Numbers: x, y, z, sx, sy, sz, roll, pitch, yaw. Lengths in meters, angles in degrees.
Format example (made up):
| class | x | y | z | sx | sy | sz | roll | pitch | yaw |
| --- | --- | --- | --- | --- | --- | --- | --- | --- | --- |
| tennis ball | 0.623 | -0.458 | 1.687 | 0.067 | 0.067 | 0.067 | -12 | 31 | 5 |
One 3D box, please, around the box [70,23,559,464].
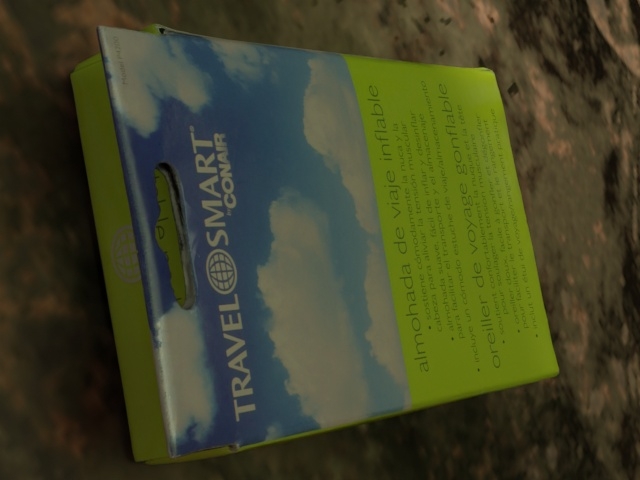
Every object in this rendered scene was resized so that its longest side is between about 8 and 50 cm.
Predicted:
| class | x | y | z | sx | sy | sz | roll | pitch | yaw |
| --- | --- | --- | --- | --- | --- | --- | --- | --- | --- |
| box | 0.000 | 0.000 | 0.379 | 0.178 | 0.042 | 0.109 | -3 | 80 | -51 |
